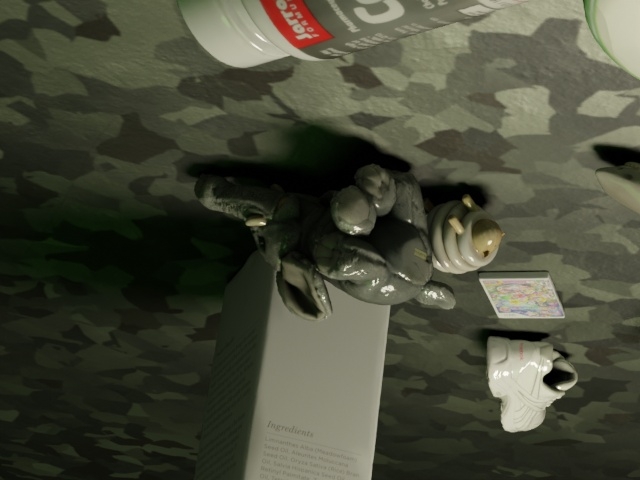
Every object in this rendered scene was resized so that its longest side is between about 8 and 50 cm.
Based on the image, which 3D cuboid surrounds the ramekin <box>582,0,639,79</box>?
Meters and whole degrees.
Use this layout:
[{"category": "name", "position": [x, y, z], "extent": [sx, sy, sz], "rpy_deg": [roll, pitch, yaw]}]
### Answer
[{"category": "ramekin", "position": [0.330, -0.222, 1.119], "extent": [0.303, 0.148, 0.303], "rpy_deg": [7, 155, 3]}]

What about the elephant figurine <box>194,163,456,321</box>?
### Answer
[{"category": "elephant figurine", "position": [0.000, 0.000, 1.713], "extent": [0.169, 0.186, 0.239], "rpy_deg": [-4, 176, -45]}]

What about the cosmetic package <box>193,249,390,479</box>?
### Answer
[{"category": "cosmetic package", "position": [-0.044, 0.240, 1.859], "extent": [0.161, 0.453, 0.230], "rpy_deg": [15, 155, -16]}]

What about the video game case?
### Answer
[{"category": "video game case", "position": [0.254, 0.069, 1.932], "extent": [0.087, 0.011, 0.122], "rpy_deg": [-1, 154, 19]}]

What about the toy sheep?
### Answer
[{"category": "toy sheep", "position": [0.149, -0.005, 1.722], "extent": [0.091, 0.091, 0.132], "rpy_deg": [28, 162, -37]}]

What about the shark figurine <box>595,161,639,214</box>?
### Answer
[{"category": "shark figurine", "position": [0.435, -0.023, 1.565], "extent": [0.278, 0.116, 0.166], "rpy_deg": [-4, 154, 28]}]

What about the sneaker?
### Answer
[{"category": "sneaker", "position": [0.299, 0.204, 2.121], "extent": [0.115, 0.090, 0.232], "rpy_deg": [-4, 154, 16]}]

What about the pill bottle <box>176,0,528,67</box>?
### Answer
[{"category": "pill bottle", "position": [0.032, -0.228, 1.178], "extent": [0.283, 0.161, 0.161], "rpy_deg": [-12, 148, 36]}]
